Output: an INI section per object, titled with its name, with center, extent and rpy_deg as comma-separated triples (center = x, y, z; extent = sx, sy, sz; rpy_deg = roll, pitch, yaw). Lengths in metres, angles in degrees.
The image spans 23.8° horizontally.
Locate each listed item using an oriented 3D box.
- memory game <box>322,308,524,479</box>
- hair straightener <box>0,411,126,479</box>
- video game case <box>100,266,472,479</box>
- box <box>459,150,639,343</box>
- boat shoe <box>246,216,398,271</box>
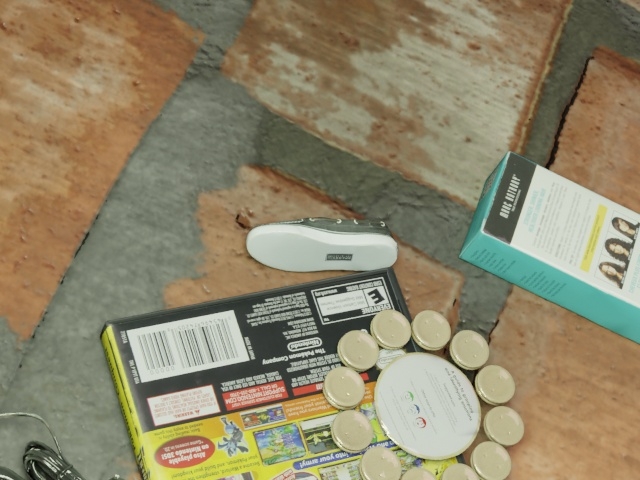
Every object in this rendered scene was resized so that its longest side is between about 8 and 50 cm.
[memory game]
center = 0.089, 0.143, 1.306
extent = 0.186, 0.012, 0.186
rpy_deg = 9, 60, -16
[hair straightener]
center = -0.195, 0.215, 1.200
extent = 0.230, 0.047, 0.089
rpy_deg = 40, 58, 10
[video game case]
center = -0.023, 0.160, 1.286
extent = 0.275, 0.035, 0.248
rpy_deg = -10, 67, -24
[box]
center = 0.262, 0.018, 1.438
extent = 0.244, 0.060, 0.100
rpy_deg = 26, 58, -4
[boat shoe]
center = 0.000, 0.000, 1.373
extent = 0.142, 0.049, 0.040
rpy_deg = 5, 43, -18
